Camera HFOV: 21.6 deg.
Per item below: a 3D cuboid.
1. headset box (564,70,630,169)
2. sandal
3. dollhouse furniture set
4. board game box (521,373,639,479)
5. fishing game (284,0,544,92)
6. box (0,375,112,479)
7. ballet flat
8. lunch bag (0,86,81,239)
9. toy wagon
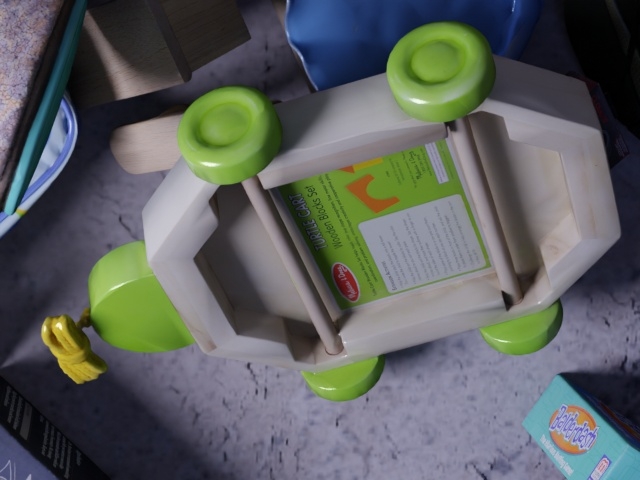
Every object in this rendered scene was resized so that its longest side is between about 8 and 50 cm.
[{"bbox_3d":[0.154,-0.062,1.067,0.083,0.032,0.062,-39,127,-10],"label":"headset box"},{"bbox_3d":[0.196,-0.184,1.025,0.086,0.120,0.303,-26,104,-16],"label":"sandal"},{"bbox_3d":[-0.059,-0.106,1.050,0.151,0.123,0.144,-34,107,-35],"label":"dollhouse furniture set"},{"bbox_3d":[0.242,0.177,1.078,0.210,0.160,0.047,33,96,-13],"label":"board game box"},{"bbox_3d":[0.055,-0.156,1.025,0.189,0.041,0.264,-47,119,-14],"label":"fishing game"},{"bbox_3d":[-0.207,0.199,1.060,0.156,0.093,0.158,-44,102,3],"label":"box"},{"bbox_3d":[-0.168,-0.154,0.934,0.106,0.107,0.316,21,58,-7],"label":"ballet flat"},{"bbox_3d":[-0.261,-0.051,1.003,0.219,0.090,0.176,-44,103,2],"label":"lunch bag"},{"bbox_3d":[0.000,0.000,0.988,0.344,0.068,0.267,-15,143,7],"label":"toy wagon"}]
